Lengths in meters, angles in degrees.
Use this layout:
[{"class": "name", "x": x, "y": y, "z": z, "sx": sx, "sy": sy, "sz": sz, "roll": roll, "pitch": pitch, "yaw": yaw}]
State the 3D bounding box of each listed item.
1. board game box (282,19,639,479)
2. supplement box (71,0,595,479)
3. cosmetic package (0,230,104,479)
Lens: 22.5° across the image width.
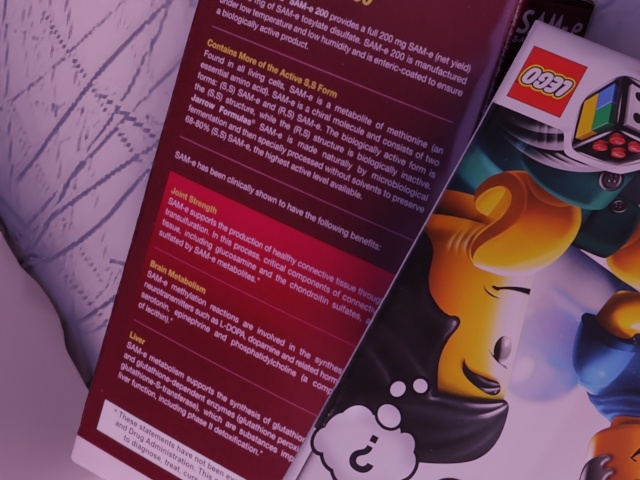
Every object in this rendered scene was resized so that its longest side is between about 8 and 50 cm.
[{"class": "board game box", "x": 0.156, "y": 0.076, "z": 0.480, "sx": 0.305, "sy": 0.053, "sz": 0.193, "roll": 25, "pitch": 80, "yaw": 22}, {"class": "supplement box", "x": 0.000, "y": 0.000, "z": 0.620, "sx": 0.130, "sy": 0.073, "sz": 0.239, "roll": 26, "pitch": 107, "yaw": 27}, {"class": "cosmetic package", "x": -0.280, "y": 0.142, "z": 0.755, "sx": 0.365, "sy": 0.155, "sz": 0.197, "roll": -46, "pitch": 66, "yaw": 27}]
